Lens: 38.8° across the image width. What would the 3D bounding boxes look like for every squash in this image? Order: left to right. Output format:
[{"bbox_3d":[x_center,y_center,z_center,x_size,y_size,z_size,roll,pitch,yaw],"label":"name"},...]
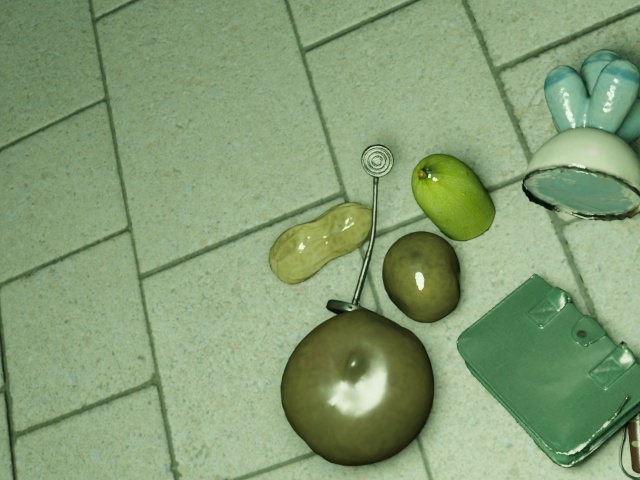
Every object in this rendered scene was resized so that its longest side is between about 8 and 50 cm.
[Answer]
[{"bbox_3d":[0.258,-0.096,1.807,0.133,0.247,0.132,-8,69,21],"label":"squash"}]

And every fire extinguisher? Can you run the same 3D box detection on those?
[{"bbox_3d":[0.568,0.365,1.624,0.078,0.045,0.157,-21,61,45],"label":"fire extinguisher"}]

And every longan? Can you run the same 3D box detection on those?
[{"bbox_3d":[0.073,0.278,1.724,0.297,0.297,0.297,-8,68,19],"label":"longan"},{"bbox_3d":[0.203,0.073,1.809,0.167,0.167,0.187,-31,55,9],"label":"longan"}]

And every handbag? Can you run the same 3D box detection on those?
[{"bbox_3d":[0.428,0.233,1.679,0.238,0.089,0.326,-41,51,-1],"label":"handbag"}]

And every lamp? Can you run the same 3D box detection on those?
[{"bbox_3d":[0.100,-0.004,1.838,0.130,0.108,0.371,16,101,4],"label":"lamp"}]

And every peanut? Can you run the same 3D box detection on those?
[{"bbox_3d":[0.000,0.000,1.946,0.257,0.123,0.123,-31,62,11],"label":"peanut"}]

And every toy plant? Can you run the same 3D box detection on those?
[{"bbox_3d":[0.533,-0.227,1.763,0.247,0.247,0.332,7,71,24],"label":"toy plant"}]
